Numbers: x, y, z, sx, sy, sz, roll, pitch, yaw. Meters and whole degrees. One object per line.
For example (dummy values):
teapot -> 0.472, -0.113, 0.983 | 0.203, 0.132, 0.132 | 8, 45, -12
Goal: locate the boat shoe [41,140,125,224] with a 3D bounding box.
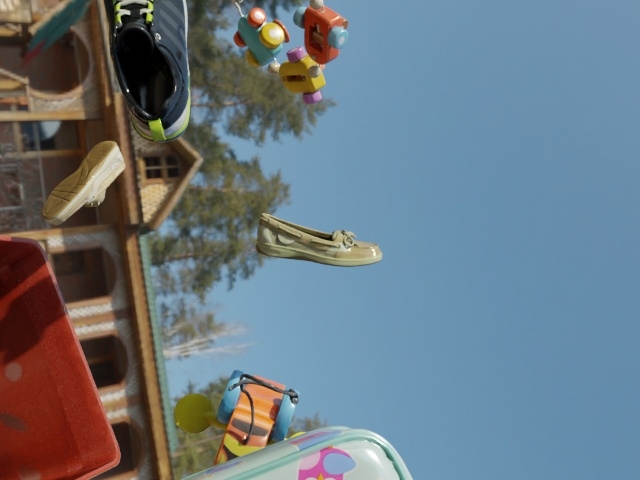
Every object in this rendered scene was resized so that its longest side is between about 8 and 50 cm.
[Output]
boat shoe -> -0.364, -0.082, 1.046 | 0.063, 0.170, 0.059 | 12, -35, 33

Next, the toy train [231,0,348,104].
toy train -> -0.027, -0.212, 0.672 | 0.166, 0.046, 0.125 | 37, -31, 30

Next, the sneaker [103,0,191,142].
sneaker -> -0.176, -0.215, 0.681 | 0.097, 0.084, 0.234 | 144, -67, -85

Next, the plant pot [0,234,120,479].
plant pot -> -0.394, 0.158, 0.623 | 0.267, 0.236, 0.267 | 66, 8, 9

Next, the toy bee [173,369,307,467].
toy bee -> -0.106, 0.251, 0.853 | 0.195, 0.298, 0.162 | 16, -103, 22

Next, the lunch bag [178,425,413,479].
lunch bag -> -0.003, 0.277, 0.437 | 0.108, 0.224, 0.279 | 135, -64, -69

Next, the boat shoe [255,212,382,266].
boat shoe -> 0.000, 0.000, 0.798 | 0.056, 0.153, 0.048 | -60, 157, -78
